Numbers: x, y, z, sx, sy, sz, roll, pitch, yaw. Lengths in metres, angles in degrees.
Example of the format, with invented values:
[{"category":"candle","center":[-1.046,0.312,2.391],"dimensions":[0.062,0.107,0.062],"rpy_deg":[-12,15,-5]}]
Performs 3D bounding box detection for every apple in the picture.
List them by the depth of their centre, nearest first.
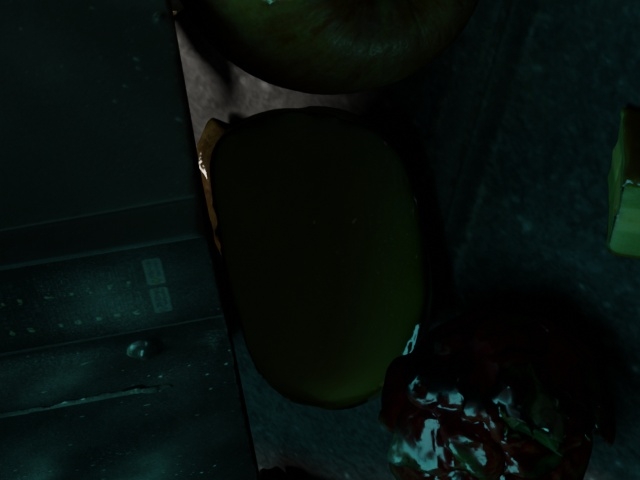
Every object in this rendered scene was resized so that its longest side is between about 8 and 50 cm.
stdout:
[{"category":"apple","center":[0.004,-0.200,1.037],"dimensions":[0.188,0.211,0.211],"rpy_deg":[37,149,60]}]

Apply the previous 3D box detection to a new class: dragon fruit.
[{"category":"dragon fruit","center":[0.131,0.138,1.219],"dimensions":[0.182,0.182,0.188],"rpy_deg":[39,124,17]}]

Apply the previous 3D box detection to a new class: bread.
[{"category":"bread","center":[0.265,-0.032,1.059],"dimensions":[0.139,0.084,0.074],"rpy_deg":[6,131,6]}]

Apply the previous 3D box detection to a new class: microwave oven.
[{"category":"microwave oven","center":[-0.193,0.008,1.123],"dimensions":[0.432,0.236,0.374],"rpy_deg":[85,173,-56]}]

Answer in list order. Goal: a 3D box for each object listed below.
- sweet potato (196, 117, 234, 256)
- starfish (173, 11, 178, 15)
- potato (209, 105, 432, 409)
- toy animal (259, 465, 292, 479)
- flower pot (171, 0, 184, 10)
[{"category":"sweet potato","center":[-0.048,0.021,1.396],"dimensions":[0.075,0.075,0.273],"rpy_deg":[-16,103,52]},{"category":"starfish","center":[-0.160,-0.205,1.333],"dimensions":[0.227,0.043,0.240],"rpy_deg":[24,122,49]},{"category":"potato","center":[0.000,0.000,1.283],"dimensions":[0.111,0.160,0.271],"rpy_deg":[-106,3,-64]},{"category":"toy animal","center":[-0.050,0.320,1.609],"dimensions":[0.146,0.114,0.245],"rpy_deg":[46,143,7]},{"category":"flower pot","center":[-0.095,-0.242,1.162],"dimensions":[0.157,0.157,0.107],"rpy_deg":[-13,120,51]}]
